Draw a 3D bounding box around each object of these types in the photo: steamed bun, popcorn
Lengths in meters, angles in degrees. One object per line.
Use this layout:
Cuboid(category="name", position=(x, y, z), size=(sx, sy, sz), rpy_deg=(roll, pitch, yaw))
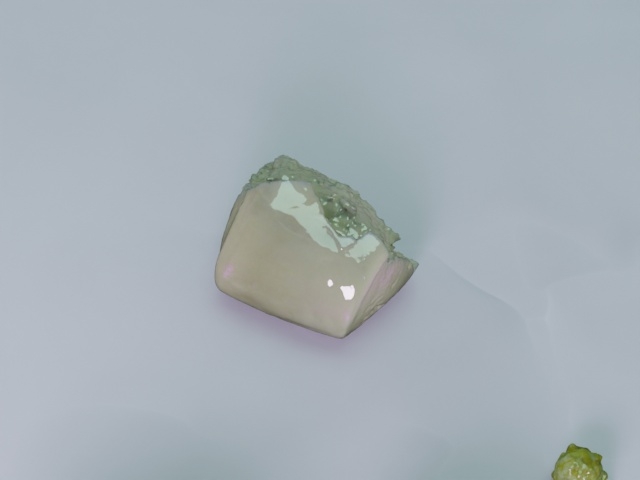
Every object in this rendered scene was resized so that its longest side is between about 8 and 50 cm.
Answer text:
Cuboid(category="steamed bun", position=(0.000, 0.000, 2.259), size=(0.225, 0.170, 0.200), rpy_deg=(23, 48, 11))
Cuboid(category="popcorn", position=(0.288, 0.271, 2.137), size=(0.059, 0.068, 0.083), rpy_deg=(0, 73, 36))
